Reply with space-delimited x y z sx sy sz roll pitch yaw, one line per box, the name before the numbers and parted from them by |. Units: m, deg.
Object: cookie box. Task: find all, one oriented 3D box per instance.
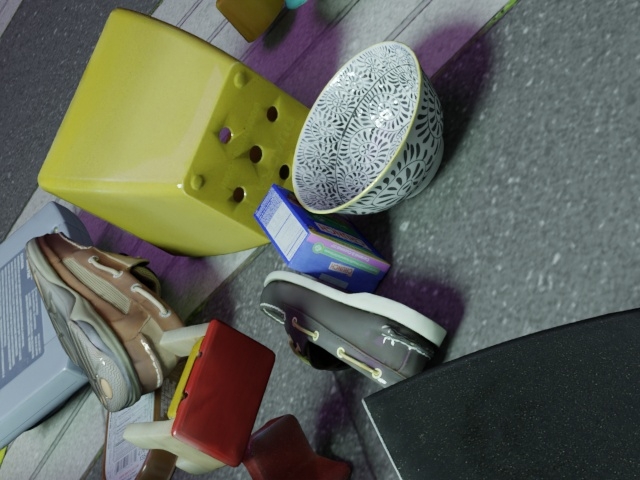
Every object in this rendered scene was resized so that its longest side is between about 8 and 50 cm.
cookie box | 0.000 0.000 1.109 0.040 0.092 0.107 -59 32 14

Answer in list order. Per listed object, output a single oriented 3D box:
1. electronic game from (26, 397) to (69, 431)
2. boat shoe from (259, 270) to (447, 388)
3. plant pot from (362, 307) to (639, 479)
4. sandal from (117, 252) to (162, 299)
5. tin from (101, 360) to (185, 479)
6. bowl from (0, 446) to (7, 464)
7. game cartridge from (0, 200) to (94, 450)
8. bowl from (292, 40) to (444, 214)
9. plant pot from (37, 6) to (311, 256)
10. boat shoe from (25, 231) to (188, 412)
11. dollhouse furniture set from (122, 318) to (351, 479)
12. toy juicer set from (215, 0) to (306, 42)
electronic game | -0.349 0.133 1.560 0.229 0.048 0.229 -33 43 37
boat shoe | 0.010 0.078 1.043 0.228 0.081 0.068 11 72 55
plant pot | 0.160 0.152 0.673 0.167 0.188 0.187 -33 35 3
sandal | -0.213 0.058 1.436 0.067 0.040 0.179 -58 24 3
tin | -0.187 0.188 1.299 0.106 0.040 0.189 -34 41 32
bowl | -0.552 0.264 1.663 0.289 0.156 0.289 -35 41 37
game cartridge | -0.352 0.095 1.510 0.196 0.060 0.294 -41 41 22
bowl | 0.058 -0.086 1.099 0.170 0.080 0.170 -36 40 38
plant pot | -0.127 -0.101 1.280 0.187 0.212 0.212 12 77 46
boat shoe | -0.227 0.071 1.316 0.116 0.123 0.324 -25 35 -18
dollhouse furniture set | -0.061 0.262 0.910 0.152 0.201 0.374 -18 46 50
toy juicer set | 0.018 -0.344 1.362 0.329 0.089 0.209 -16 41 61
